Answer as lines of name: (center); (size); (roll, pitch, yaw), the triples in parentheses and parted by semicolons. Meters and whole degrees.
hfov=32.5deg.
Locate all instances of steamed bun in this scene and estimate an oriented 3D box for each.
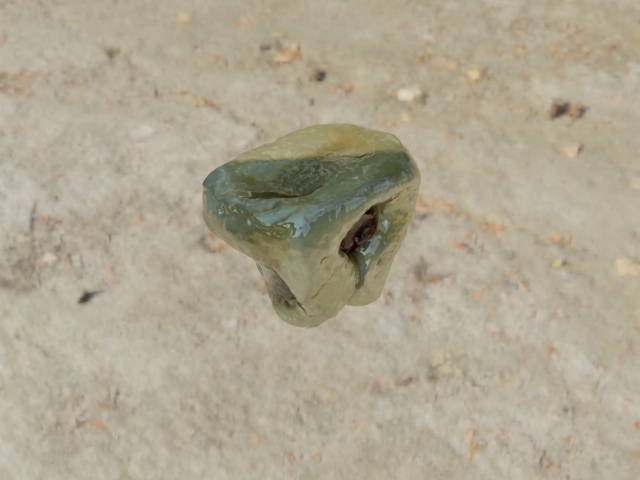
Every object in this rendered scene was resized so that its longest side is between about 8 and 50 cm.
steamed bun: (0.000, 0.000, 0.946); (0.172, 0.155, 0.141); (-29, 37, -26)
